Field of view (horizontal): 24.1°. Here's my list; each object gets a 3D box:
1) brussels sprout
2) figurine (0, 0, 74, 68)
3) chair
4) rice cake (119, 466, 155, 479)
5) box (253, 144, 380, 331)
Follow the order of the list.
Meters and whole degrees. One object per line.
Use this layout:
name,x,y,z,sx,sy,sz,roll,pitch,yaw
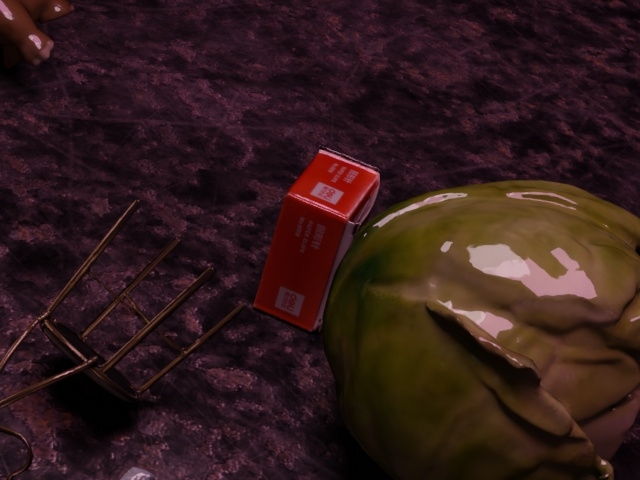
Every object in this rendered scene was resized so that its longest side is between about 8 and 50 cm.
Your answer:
brussels sprout,0.184,0.098,1.639,0.361,0.342,0.425,30,26,7
figurine,-0.502,-0.340,2.135,0.247,0.173,0.177,41,34,-20
chair,-0.252,0.123,1.619,0.160,0.170,0.326,41,85,24
rice cake,-0.161,0.350,1.396,0.063,0.066,0.336,6,35,-14
box,0.000,0.000,1.844,0.099,0.182,0.133,22,32,7
